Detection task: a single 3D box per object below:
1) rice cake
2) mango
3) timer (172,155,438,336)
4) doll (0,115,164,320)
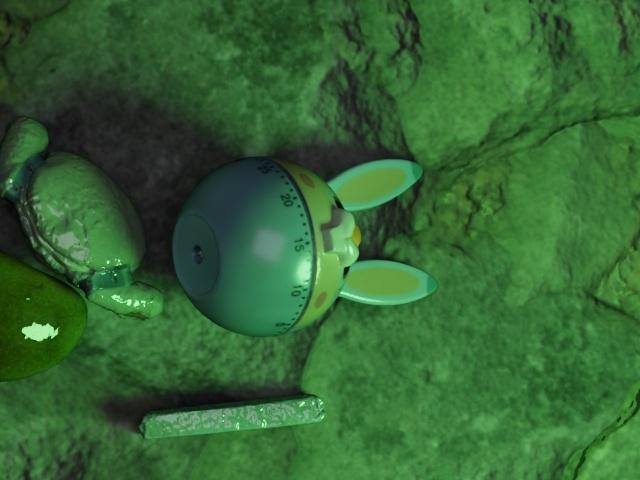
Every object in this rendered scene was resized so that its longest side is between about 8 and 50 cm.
[{"bbox_3d":[-0.080,0.159,1.499,0.170,0.033,0.029,-5,93,-13],"label":"rice cake"},{"bbox_3d":[-0.330,0.050,1.410,0.267,0.111,0.133,10,85,-13],"label":"mango"},{"bbox_3d":[-0.003,0.001,1.458,0.255,0.175,0.175,-6,89,-13],"label":"timer"},{"bbox_3d":[-0.212,-0.017,1.448,0.214,0.071,0.103,54,38,0],"label":"doll"}]
